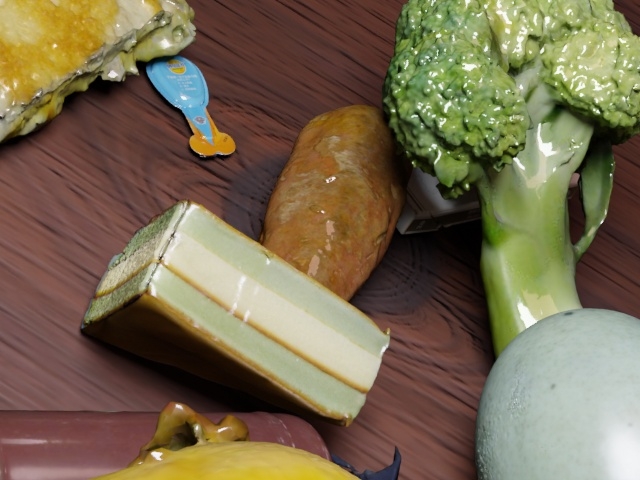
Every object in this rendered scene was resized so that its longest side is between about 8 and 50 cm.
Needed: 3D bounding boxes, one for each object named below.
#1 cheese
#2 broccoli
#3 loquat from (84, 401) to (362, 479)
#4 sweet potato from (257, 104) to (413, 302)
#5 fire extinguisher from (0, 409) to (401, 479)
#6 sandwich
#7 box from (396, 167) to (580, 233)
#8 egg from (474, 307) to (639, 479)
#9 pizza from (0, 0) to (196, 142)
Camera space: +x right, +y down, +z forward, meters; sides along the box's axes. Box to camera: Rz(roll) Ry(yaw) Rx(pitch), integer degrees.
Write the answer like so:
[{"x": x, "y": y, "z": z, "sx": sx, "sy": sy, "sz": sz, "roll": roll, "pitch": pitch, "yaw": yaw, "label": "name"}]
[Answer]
[{"x": -0.099, "y": -0.105, "z": 1.238, "sx": 0.047, "sy": 0.017, "sz": 0.111, "roll": -8, "pitch": 54, "yaw": -32, "label": "cheese"}, {"x": 0.153, "y": -0.075, "z": 1.154, "sx": 0.254, "sy": 0.186, "sz": 0.302, "roll": 47, "pitch": 29, "yaw": -42, "label": "broccoli"}, {"x": -0.055, "y": 0.213, "z": 0.762, "sx": 0.275, "sy": 0.275, "sz": 0.275, "roll": 16, "pitch": 43, "yaw": -16, "label": "loquat"}, {"x": 0.000, "y": 0.000, "z": 1.147, "sx": 0.097, "sy": 0.097, "sz": 0.252, "roll": 28, "pitch": 48, "yaw": -3, "label": "sweet potato"}, {"x": -0.087, "y": 0.143, "z": 0.950, "sx": 0.344, "sy": 0.102, "sz": 0.138, "roll": 3, "pitch": 14, "yaw": -28, "label": "fire extinguisher"}, {"x": -0.055, "y": 0.056, "z": 1.044, "sx": 0.163, "sy": 0.113, "sz": 0.079, "roll": 32, "pitch": 64, "yaw": -18, "label": "sandwich"}, {"x": 0.112, "y": -0.065, "z": 1.314, "sx": 0.198, "sy": 0.029, "sz": 0.109, "roll": -12, "pitch": 56, "yaw": -39, "label": "box"}, {"x": 0.187, "y": 0.151, "z": 1.038, "sx": 0.169, "sy": 0.169, "sz": 0.236, "roll": 2, "pitch": 53, "yaw": -29, "label": "egg"}, {"x": -0.214, "y": -0.144, "z": 1.173, "sx": 0.287, "sy": 0.075, "sz": 0.280, "roll": 0, "pitch": 54, "yaw": -33, "label": "pizza"}]
